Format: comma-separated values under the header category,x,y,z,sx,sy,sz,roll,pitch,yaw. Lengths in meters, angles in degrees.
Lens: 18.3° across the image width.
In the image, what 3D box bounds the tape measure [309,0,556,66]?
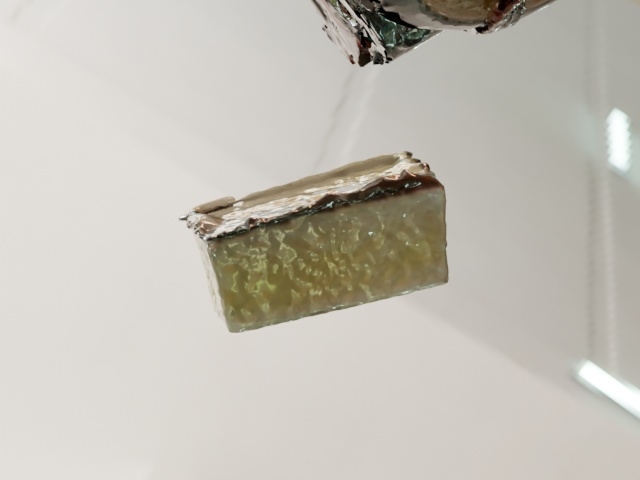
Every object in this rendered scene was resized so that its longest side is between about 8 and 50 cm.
category,x,y,z,sx,sy,sz,roll,pitch,yaw
tape measure,0.074,-0.168,0.746,0.135,0.202,0.223,56,171,18

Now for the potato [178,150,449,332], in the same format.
category,x,y,z,sx,sy,sz,roll,pitch,yaw
potato,-0.002,0.001,0.964,0.122,0.061,0.086,-15,-167,-6
